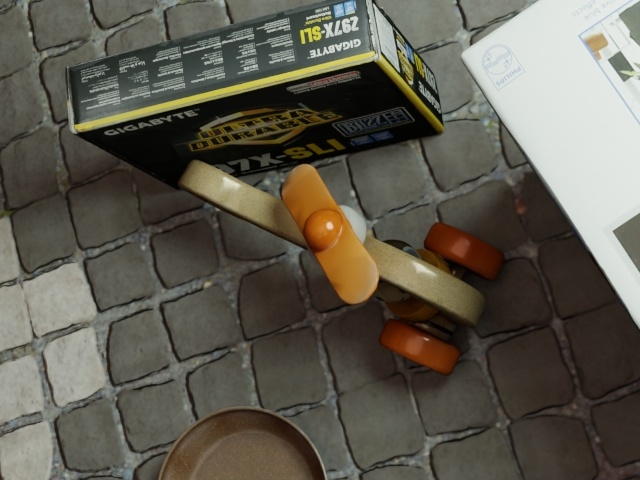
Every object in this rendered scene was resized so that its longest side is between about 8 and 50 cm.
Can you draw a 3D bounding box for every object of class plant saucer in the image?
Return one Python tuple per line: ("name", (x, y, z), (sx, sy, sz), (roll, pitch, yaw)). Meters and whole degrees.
("plant saucer", (-0.079, 0.276, 1.464), (0.198, 0.036, 0.199), (-3, 79, 18))

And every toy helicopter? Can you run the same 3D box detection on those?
("toy helicopter", (0.000, 0.000, 1.384), (0.355, 0.235, 0.140), (25, 89, 22))

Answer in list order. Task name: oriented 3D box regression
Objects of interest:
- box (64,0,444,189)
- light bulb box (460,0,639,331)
("box", (-0.059, -0.144, 1.422), (0.322, 0.257, 0.079), (-11, 77, 16))
("light bulb box", (0.344, -0.037, 1.206), (0.225, 0.358, 0.361), (-34, 69, 12))
